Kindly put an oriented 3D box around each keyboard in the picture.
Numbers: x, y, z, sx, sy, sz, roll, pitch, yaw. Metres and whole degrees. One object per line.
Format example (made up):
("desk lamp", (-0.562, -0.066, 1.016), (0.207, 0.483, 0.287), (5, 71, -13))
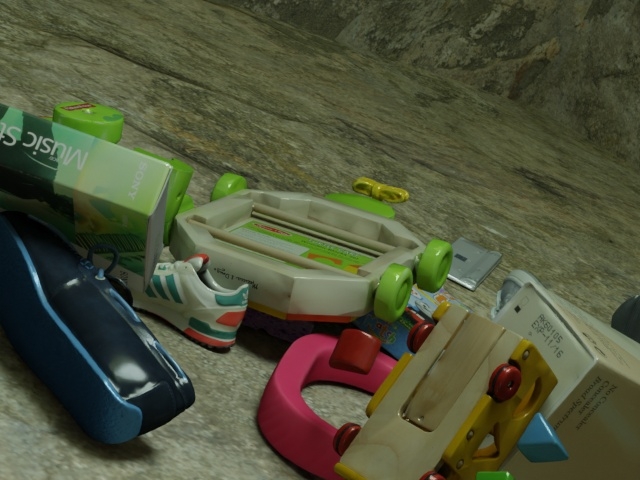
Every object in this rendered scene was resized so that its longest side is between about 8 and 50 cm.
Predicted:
("keyboard", (0.207, 0.030, 2.145), (0.072, 0.014, 0.256), (22, 13, 11))

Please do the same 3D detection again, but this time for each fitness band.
("fitness band", (0.052, 0.162, 1.355), (0.209, 0.054, 0.291), (23, 13, 4))

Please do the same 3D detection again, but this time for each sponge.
("sponge", (-0.077, 0.042, 1.603), (0.117, 0.031, 0.210), (20, 15, -14))

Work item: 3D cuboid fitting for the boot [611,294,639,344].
("boot", (0.538, 0.170, 1.688), (0.367, 0.146, 0.445), (20, -4, 25))

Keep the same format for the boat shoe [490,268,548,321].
("boat shoe", (0.246, 0.127, 1.678), (0.118, 0.103, 0.320), (48, 6, -23))

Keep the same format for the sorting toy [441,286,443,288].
("sorting toy", (0.116, 0.040, 1.830), (0.083, 0.075, 0.045), (22, 15, -11))

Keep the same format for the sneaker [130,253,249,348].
("sneaker", (-0.140, 0.037, 1.429), (0.161, 0.075, 0.057), (27, 14, 9))

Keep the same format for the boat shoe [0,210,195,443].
("boat shoe", (-0.189, 0.069, 1.208), (0.089, 0.109, 0.258), (-11, 48, -34))

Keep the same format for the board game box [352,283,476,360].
("board game box", (0.100, 0.081, 1.688), (0.160, 0.039, 0.211), (38, 16, 13))

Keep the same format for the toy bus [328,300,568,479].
("toy bus", (0.095, 0.152, 1.173), (0.104, 0.202, 0.191), (50, 28, -47))

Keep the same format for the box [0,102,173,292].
("box", (-0.289, -0.057, 1.291), (0.322, 0.058, 0.232), (18, -19, -2))

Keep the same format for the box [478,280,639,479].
("box", (0.261, 0.172, 1.332), (0.311, 0.148, 0.121), (27, 18, -37))

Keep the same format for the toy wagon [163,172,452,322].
("toy wagon", (0.000, 0.000, 1.579), (0.267, 0.068, 0.344), (19, 19, 20))

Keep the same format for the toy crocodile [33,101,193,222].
("toy crocodile", (-0.293, -0.086, 1.452), (0.341, 0.115, 0.105), (9, 18, 0))
